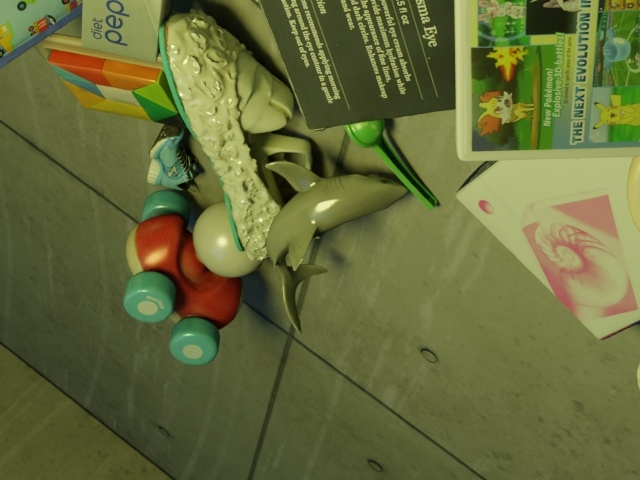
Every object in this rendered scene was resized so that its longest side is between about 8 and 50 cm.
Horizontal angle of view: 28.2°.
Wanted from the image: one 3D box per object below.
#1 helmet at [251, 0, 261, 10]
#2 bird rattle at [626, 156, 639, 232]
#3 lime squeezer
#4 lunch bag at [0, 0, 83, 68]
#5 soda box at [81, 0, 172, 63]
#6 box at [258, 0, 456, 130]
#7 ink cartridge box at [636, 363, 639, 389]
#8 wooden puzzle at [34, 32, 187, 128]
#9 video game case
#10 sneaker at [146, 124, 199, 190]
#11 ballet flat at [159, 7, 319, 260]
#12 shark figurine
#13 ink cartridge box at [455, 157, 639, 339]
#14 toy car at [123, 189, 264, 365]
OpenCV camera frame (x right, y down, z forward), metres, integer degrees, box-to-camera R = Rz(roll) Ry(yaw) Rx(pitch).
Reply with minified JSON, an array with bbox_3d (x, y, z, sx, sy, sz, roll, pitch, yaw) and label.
[{"bbox_3d":[-0.007,-0.289,1.263,0.169,0.169,0.161,39,131,6],"label":"helmet"},{"bbox_3d":[0.359,-0.059,1.097,0.253,0.143,0.207,40,120,-13],"label":"bird rattle"},{"bbox_3d":[0.070,-0.158,1.483,0.110,0.059,0.310,-3,136,9],"label":"lime squeezer"},{"bbox_3d":[-0.387,-0.342,1.522,0.138,0.293,0.221,19,143,35],"label":"lunch bag"},{"bbox_3d":[-0.215,-0.342,1.460,0.098,0.091,0.286,13,140,-3],"label":"soda box"},{"bbox_3d":[0.100,-0.287,1.008,0.312,0.179,0.343,-5,132,19],"label":"box"},{"bbox_3d":[0.496,0.143,1.210,0.307,0.129,0.223,-3,142,46],"label":"ink cartridge box"},{"bbox_3d":[-0.266,-0.206,1.692,0.238,0.044,0.221,17,166,13],"label":"wooden puzzle"},{"bbox_3d":[0.246,-0.196,0.914,0.300,0.036,0.329,-1,132,6],"label":"video game case"},{"bbox_3d":[-0.207,-0.123,1.856,0.073,0.063,0.162,24,155,1],"label":"sneaker"},{"bbox_3d":[-0.083,-0.137,1.633,0.147,0.147,0.409,22,148,32],"label":"ballet flat"},{"bbox_3d":[-0.026,0.008,1.619,0.166,0.116,0.278,18,140,-18],"label":"shark figurine"},{"bbox_3d":[0.340,-0.006,1.325,0.330,0.071,0.324,45,151,-1],"label":"ink cartridge box"},{"bbox_3d":[-0.140,0.023,1.866,0.238,0.219,0.210,-24,126,24],"label":"toy car"}]
